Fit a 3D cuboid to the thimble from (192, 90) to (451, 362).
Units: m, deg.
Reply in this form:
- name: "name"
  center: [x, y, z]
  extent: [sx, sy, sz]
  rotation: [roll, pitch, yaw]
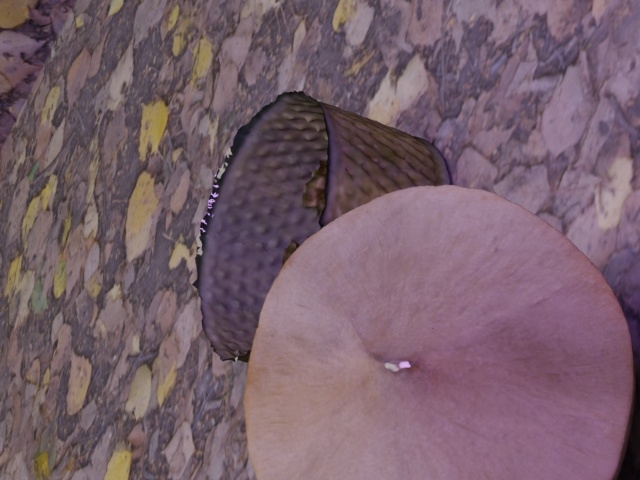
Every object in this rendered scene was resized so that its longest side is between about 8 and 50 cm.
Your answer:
- name: "thimble"
  center: [0.000, 0.000, 1.731]
  extent: [0.271, 0.150, 0.271]
  rotation: [-41, 40, 47]

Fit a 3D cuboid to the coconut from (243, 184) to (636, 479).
- name: "coconut"
  center: [0.088, 0.118, 1.286]
  extent: [0.329, 0.329, 0.328]
  rotation: [-42, 40, 48]
